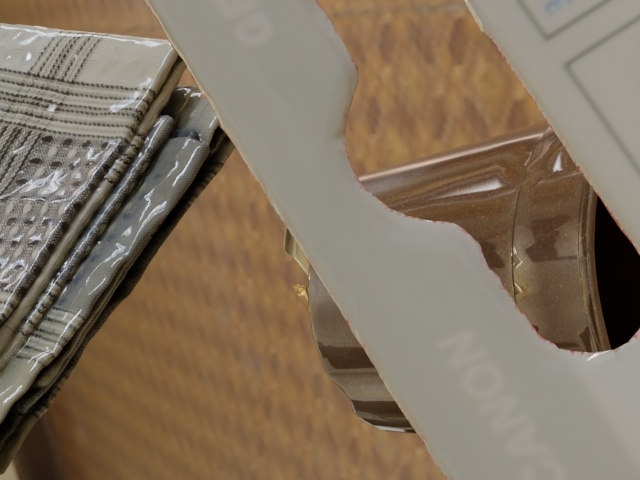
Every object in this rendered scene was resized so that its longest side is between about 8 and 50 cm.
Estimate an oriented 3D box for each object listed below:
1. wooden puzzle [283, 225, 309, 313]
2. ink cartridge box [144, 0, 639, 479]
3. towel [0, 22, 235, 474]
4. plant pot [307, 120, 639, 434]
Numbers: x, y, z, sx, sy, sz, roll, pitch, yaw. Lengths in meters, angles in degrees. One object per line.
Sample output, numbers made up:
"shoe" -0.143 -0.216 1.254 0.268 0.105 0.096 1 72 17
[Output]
"wooden puzzle" 0.000 0.000 1.105 0.078 0.014 0.116 52 143 39
"ink cartridge box" 0.160 -0.096 0.396 0.308 0.385 0.091 57 179 14
"towel" -0.239 -0.021 1.068 0.324 0.312 0.056 14 147 32
"plant pot" 0.094 0.019 0.724 0.165 0.167 0.167 -7 102 41
